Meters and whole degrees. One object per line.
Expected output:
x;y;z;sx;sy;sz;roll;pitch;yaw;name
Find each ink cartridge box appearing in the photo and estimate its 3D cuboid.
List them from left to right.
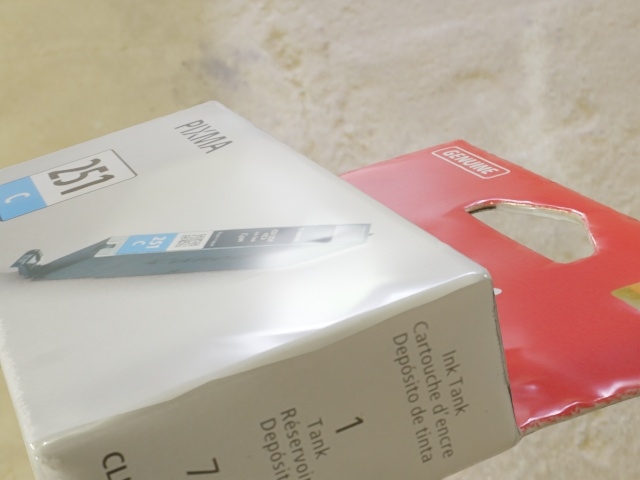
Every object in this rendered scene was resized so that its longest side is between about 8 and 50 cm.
0.000;0.000;0.489;0.261;0.066;0.296;-19;22;-15;ink cartridge box
